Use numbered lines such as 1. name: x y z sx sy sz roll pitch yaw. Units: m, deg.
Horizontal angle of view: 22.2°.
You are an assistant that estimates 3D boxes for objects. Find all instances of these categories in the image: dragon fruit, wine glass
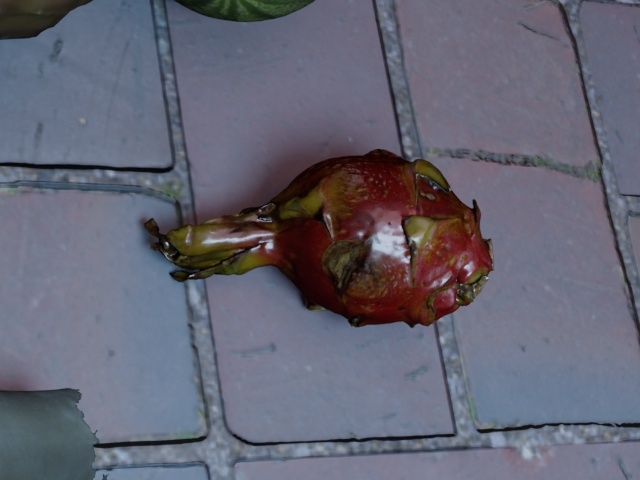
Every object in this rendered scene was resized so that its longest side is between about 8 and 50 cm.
1. dragon fruit: 0.000 0.000 1.151 0.246 0.125 0.125 -4 39 -11
2. wine glass: -0.237 0.133 0.950 0.222 0.103 0.103 -3 71 -40

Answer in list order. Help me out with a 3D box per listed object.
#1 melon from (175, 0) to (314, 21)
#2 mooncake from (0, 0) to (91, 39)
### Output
1. melon: -0.049 -0.307 1.174 0.237 0.237 0.302 14 66 -24
2. mooncake: -0.261 -0.251 0.988 0.324 0.187 0.324 19 20 -7
